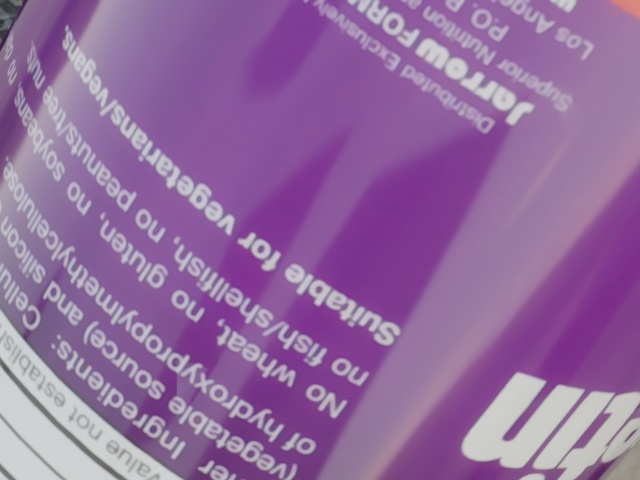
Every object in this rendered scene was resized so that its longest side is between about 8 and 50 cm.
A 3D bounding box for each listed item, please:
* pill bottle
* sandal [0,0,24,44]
[{"bbox_3d":[0.000,0.000,0.436,0.181,0.181,0.323,44,118,20],"label":"pill bottle"},{"bbox_3d":[-0.131,-0.147,0.677,0.097,0.054,0.254,7,73,10],"label":"sandal"}]
